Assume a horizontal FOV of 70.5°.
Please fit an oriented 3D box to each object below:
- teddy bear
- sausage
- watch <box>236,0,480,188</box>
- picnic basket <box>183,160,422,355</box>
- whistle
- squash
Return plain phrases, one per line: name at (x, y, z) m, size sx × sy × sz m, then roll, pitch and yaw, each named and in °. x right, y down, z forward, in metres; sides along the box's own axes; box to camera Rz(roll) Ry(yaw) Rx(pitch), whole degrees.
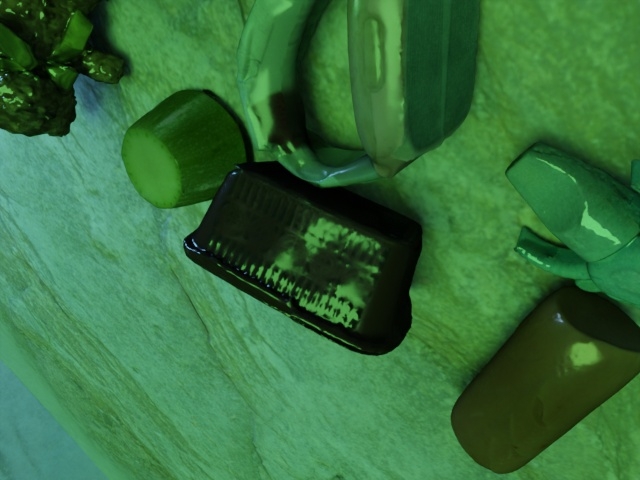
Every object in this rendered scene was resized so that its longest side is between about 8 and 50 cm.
teddy bear at (-0.380, -0.260, 0.598) m, size 0.296 × 0.246 × 0.223 m, roll 6°, pitch 100°, yaw 44°
sausage at (0.270, 0.191, 0.580) m, size 0.121 × 0.121 × 0.304 m, roll 28°, pitch 131°, yaw 12°
watch at (0.021, -0.179, 0.473) m, size 0.241 × 0.161 × 0.253 m, roll 19°, pitch 128°, yaw 36°
picnic basket at (0.000, 0.000, 0.578) m, size 0.297 × 0.222 × 0.129 m, roll 27°, pitch 109°, yaw 14°
whistle at (0.305, 0.003, 0.447) m, size 0.274 × 0.093 × 0.186 m, roll 40°, pitch 160°, yaw 6°
squash at (-0.199, -0.125, 0.656) m, size 0.170 × 0.123 × 0.170 m, roll 18°, pitch 126°, yaw 27°
